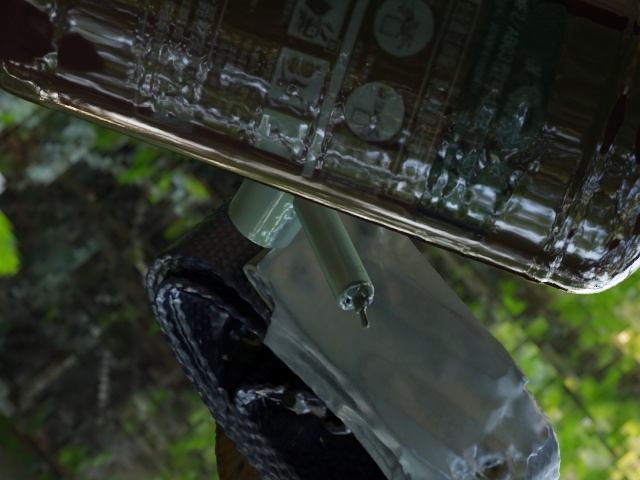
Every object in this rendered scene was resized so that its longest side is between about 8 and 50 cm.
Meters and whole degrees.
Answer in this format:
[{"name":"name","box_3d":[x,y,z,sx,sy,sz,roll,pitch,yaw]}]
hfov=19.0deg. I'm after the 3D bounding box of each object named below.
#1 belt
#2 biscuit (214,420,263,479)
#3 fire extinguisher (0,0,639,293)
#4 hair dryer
[{"name":"belt","box_3d":[0.024,0.066,1.010,0.126,0.230,0.139,-38,176,-34]},{"name":"biscuit","box_3d":[-0.003,0.110,1.256,0.027,0.188,0.188,20,131,-39]},{"name":"fire extinguisher","box_3d":[0.026,-0.053,0.687,0.114,0.337,0.135,-69,177,-79]},{"name":"hair dryer","box_3d":[0.000,0.000,0.882,0.038,0.124,0.063,12,126,-35]}]
